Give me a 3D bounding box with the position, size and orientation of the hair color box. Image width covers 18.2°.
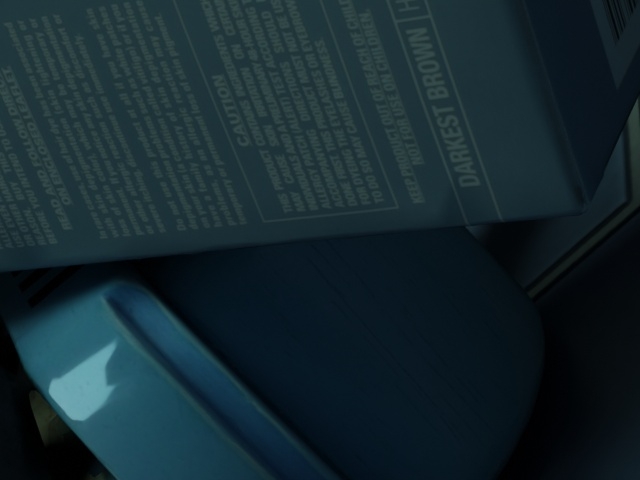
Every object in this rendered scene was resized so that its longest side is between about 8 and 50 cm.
[{"bbox_3d":[-0.067,-0.085,0.726,0.374,0.113,0.185,-5,31,29],"label":"hair color box"}]

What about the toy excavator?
[{"bbox_3d":[0.000,0.000,0.862,0.445,0.222,0.433,-43,18,-3],"label":"toy excavator"}]
